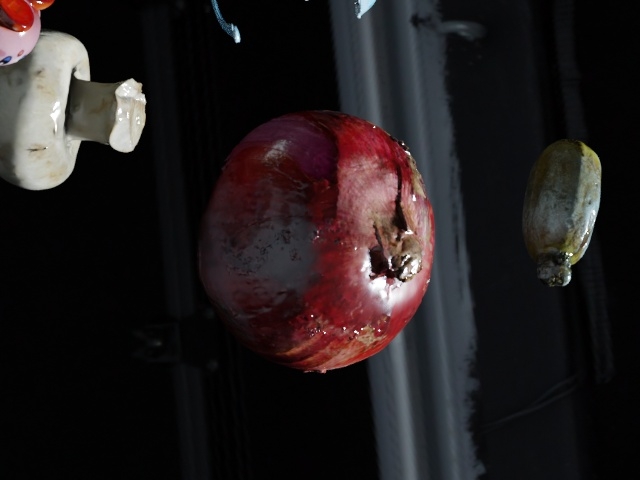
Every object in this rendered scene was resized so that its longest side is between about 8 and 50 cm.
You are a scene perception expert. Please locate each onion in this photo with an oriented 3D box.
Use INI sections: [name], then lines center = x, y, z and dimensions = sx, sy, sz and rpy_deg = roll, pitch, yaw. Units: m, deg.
[onion]
center = 0.000, 0.000, 1.106
dimensions = 0.276, 0.276, 0.276
rpy_deg = 1, -89, 34

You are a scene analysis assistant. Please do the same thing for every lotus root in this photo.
[lotus root]
center = 0.287, -0.031, 1.258
dimensions = 0.088, 0.113, 0.192
rpy_deg = 13, -118, 6

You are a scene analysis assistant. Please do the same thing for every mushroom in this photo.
[mushroom]
center = -0.459, -0.229, 1.867
dimensions = 0.290, 0.297, 0.297
rpy_deg = 8, -83, -1

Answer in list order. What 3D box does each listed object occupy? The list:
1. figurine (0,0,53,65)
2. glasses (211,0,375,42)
[figurine]
center = -0.254, -0.174, 0.833
dimensions = 0.067, 0.083, 0.071
rpy_deg = 47, -60, -3
[glasses]
center = -0.028, -0.278, 1.044
dimensions = 0.190, 0.220, 0.088
rpy_deg = -9, -62, 0
